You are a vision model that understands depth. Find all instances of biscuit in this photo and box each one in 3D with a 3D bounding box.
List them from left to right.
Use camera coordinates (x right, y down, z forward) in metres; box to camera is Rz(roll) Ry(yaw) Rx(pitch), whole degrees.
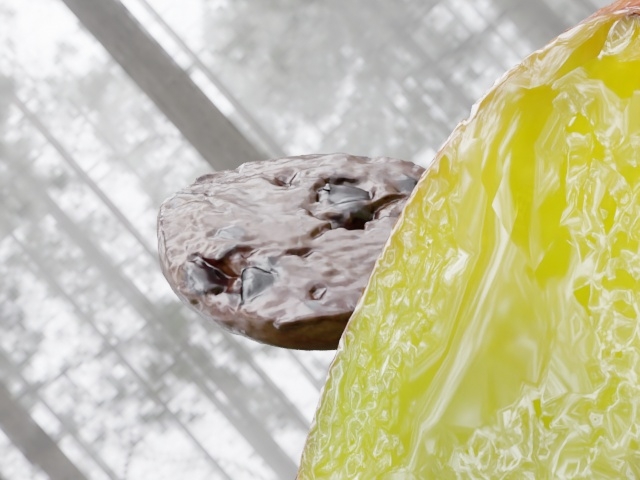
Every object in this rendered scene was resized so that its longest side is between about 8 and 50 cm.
[{"bbox_3d":[0.000,0.000,0.851,0.192,0.192,0.049,-39,-46,-50],"label":"biscuit"}]

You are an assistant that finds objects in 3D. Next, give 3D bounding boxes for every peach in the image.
[{"bbox_3d":[0.094,0.035,0.408,0.159,0.154,0.267,6,-76,-39],"label":"peach"}]
